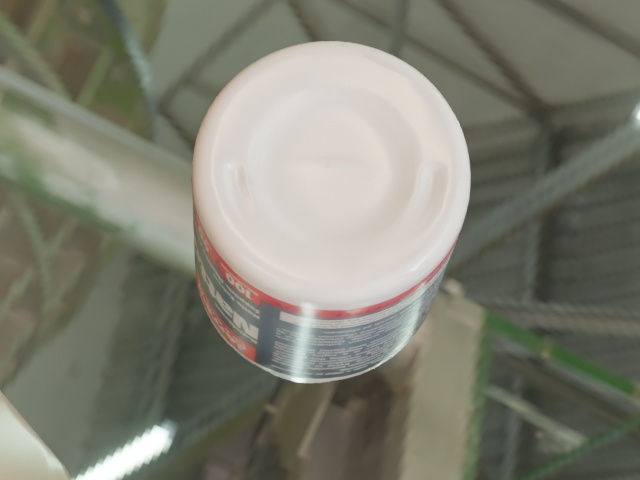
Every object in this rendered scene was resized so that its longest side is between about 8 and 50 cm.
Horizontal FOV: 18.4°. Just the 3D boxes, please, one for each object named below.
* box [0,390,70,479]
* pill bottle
[{"bbox_3d":[-0.193,0.072,0.674,0.121,0.311,0.148,-27,-134,3],"label":"box"},{"bbox_3d":[0.000,0.000,0.824,0.180,0.108,0.108,99,10,-71],"label":"pill bottle"}]
